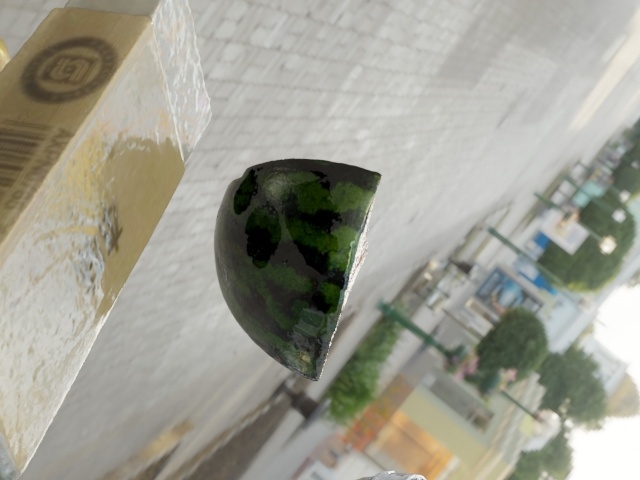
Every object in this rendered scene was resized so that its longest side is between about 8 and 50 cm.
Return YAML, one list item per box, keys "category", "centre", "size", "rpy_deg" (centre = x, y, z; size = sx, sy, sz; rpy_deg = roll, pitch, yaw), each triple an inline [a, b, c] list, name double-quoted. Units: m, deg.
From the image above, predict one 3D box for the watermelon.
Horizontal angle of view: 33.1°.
- category: "watermelon"
  centre: [-0.016, 0.004, 0.899]
  size: [0.137, 0.193, 0.145]
  rpy_deg: [-25, 160, -14]

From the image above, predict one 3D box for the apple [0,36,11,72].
- category: "apple"
  centre: [-0.400, -0.166, 1.075]
  size: [0.173, 0.160, 0.195]
  rpy_deg: [-17, -172, -20]

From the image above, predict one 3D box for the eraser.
- category: "eraser"
  centre: [-0.165, -0.029, 0.682]
  size: [0.144, 0.078, 0.343]
  rpy_deg: [83, 21, -46]

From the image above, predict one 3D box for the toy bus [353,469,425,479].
- category: "toy bus"
  centre: [0.002, 0.171, 0.417]
  size: [0.073, 0.076, 0.167]
  rpy_deg: [22, 74, -71]
